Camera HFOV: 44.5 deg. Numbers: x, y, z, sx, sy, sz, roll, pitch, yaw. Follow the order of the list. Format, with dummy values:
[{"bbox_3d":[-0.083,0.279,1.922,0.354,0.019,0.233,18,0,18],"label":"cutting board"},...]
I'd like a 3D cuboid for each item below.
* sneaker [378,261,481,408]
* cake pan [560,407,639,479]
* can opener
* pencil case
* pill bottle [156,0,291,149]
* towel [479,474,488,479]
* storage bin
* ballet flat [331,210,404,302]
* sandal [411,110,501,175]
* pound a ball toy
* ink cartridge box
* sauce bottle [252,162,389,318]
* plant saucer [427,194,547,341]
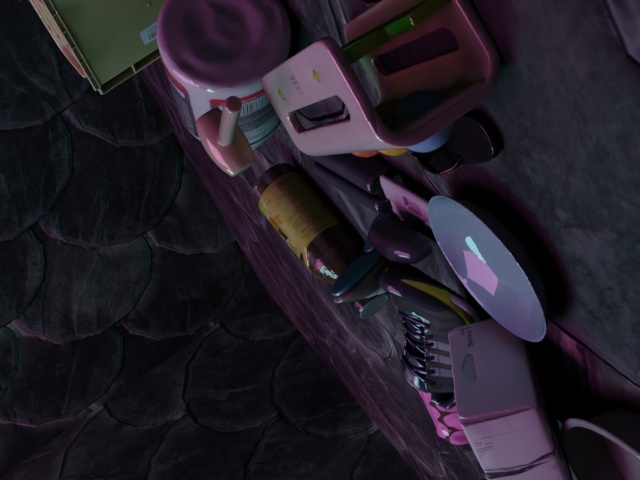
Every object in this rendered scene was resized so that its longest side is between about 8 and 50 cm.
[{"bbox_3d":[0.155,0.138,1.055,0.111,0.121,0.300,32,168,49],"label":"sneaker"},{"bbox_3d":[0.379,0.298,0.835,0.293,0.054,0.293,53,170,13],"label":"cake pan"},{"bbox_3d":[0.058,-0.059,1.054,0.283,0.095,0.076,35,158,45],"label":"can opener"},{"bbox_3d":[0.223,0.277,1.374,0.095,0.098,0.209,42,164,52],"label":"pencil case"},{"bbox_3d":[-0.133,-0.237,1.150,0.176,0.176,0.318,54,170,8],"label":"pill bottle"},{"bbox_3d":[0.331,0.529,1.301,0.284,0.235,0.121,58,166,-19],"label":"towel"},{"bbox_3d":[-0.279,-0.378,1.134,0.123,0.262,0.260,49,169,18],"label":"storage bin"},{"bbox_3d":[0.081,0.033,1.064,0.072,0.213,0.068,-27,109,36],"label":"ballet flat"},{"bbox_3d":[0.123,-0.095,0.796,0.067,0.040,0.179,56,170,-8],"label":"sandal"},{"bbox_3d":[0.010,-0.122,0.760,0.136,0.208,0.319,57,169,-11],"label":"pound a ball toy"},{"bbox_3d":[0.239,0.224,0.969,0.160,0.092,0.219,-86,-26,-53],"label":"ink cartridge box"},{"bbox_3d":[0.000,0.000,1.482,0.344,0.111,0.111,51,169,28],"label":"sauce bottle"},{"bbox_3d":[0.193,0.023,0.863,0.195,0.037,0.195,53,169,15],"label":"plant saucer"}]
